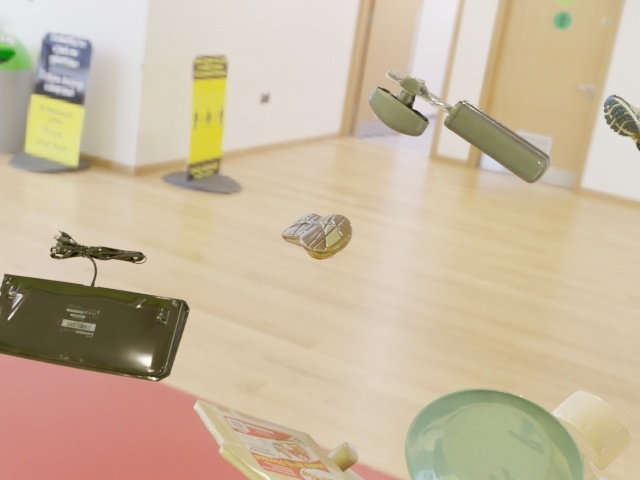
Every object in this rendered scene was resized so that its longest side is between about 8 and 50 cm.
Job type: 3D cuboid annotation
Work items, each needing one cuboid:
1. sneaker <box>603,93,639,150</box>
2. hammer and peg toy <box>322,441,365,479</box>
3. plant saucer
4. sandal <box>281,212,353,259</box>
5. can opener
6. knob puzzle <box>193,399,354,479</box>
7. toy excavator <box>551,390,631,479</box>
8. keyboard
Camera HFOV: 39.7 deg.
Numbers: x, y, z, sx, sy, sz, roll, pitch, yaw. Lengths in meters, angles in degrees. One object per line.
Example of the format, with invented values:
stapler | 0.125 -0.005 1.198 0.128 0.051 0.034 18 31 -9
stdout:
sneaker | 0.523 -0.196 1.465 0.135 0.058 0.052 43 -29 -11
hammer and peg toy | 0.069 0.481 1.284 0.266 0.127 0.361 41 21 -22
plant saucer | 0.191 0.237 0.976 0.195 0.194 0.037 13 26 14
sandal | 0.000 0.000 1.204 0.072 0.049 0.180 -34 16 -15
can opener | 0.204 -0.161 1.331 0.283 0.095 0.076 36 20 10
knob puzzle | -0.035 0.252 0.949 0.213 0.030 0.213 31 5 -3
toy excavator | 0.529 0.521 1.679 0.222 0.433 0.445 -35 80 -21
keyboard | -0.339 0.091 1.310 0.317 0.201 0.033 7 -17 18
